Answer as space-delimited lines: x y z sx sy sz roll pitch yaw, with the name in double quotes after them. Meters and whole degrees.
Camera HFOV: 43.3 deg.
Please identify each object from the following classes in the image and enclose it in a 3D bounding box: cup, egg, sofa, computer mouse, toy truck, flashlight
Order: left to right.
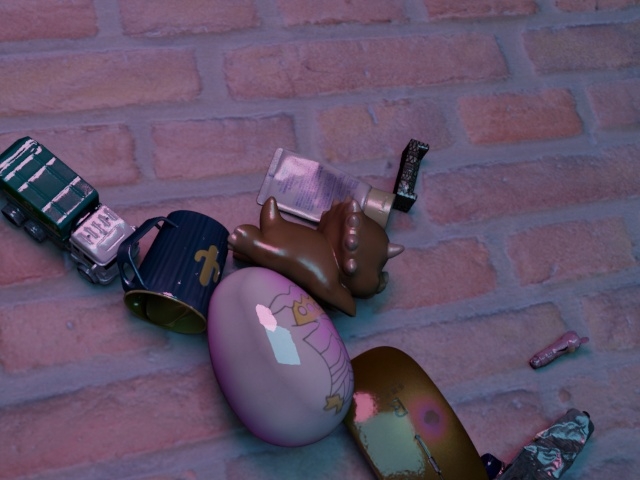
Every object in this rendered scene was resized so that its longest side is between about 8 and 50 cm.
-0.394 -0.050 1.224 0.253 0.124 0.114 39 67 5 "toy truck"
-0.222 0.034 1.218 0.176 0.131 0.155 45 50 -38 "cup"
-0.060 0.167 1.175 0.196 0.196 0.271 -14 88 -19 "egg"
0.157 -0.115 1.423 0.039 0.060 0.117 17 66 -3 "sofa"
0.139 0.311 1.245 0.158 0.072 0.310 -28 79 -21 "computer mouse"
0.407 0.190 1.383 0.110 0.052 0.031 -27 113 -16 "flashlight"

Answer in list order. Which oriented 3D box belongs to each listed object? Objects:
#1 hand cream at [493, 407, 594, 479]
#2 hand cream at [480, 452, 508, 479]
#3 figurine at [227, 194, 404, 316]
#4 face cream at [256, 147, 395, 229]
0.357 0.343 1.270 0.248 0.052 0.075 -31 79 -37 "hand cream"
0.319 0.397 1.278 0.163 0.039 0.062 38 63 -4 "hand cream"
0.003 0.002 1.271 0.247 0.177 0.173 28 82 2 "figurine"
0.013 -0.080 1.381 0.224 0.070 0.114 17 67 6 "face cream"
